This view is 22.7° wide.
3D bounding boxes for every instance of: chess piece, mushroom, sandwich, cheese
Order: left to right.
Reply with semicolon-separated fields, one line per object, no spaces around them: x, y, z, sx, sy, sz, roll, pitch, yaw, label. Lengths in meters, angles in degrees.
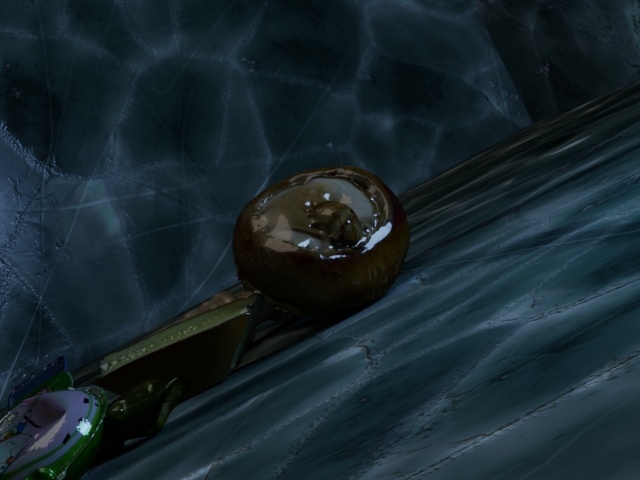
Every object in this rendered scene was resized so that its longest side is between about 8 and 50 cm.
-0.341;0.229;1.916;0.204;0.083;0.320;-36;24;4;cheese
-0.183;0.164;2.192;0.258;0.096;0.094;-24;10;17;sandwich
-0.140;0.123;2.430;0.307;0.124;0.139;-32;39;-20;chess piece
0.000;0.000;2.207;0.253;0.153;0.253;-3;35;2;mushroom

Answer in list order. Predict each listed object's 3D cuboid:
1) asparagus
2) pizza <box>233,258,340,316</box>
-0.280;0.238;1.986;0.287;0.080;0.080;-19;7;27;asparagus
-0.042;0.046;2.335;0.127;0.058;0.246;-32;34;-17;pizza
